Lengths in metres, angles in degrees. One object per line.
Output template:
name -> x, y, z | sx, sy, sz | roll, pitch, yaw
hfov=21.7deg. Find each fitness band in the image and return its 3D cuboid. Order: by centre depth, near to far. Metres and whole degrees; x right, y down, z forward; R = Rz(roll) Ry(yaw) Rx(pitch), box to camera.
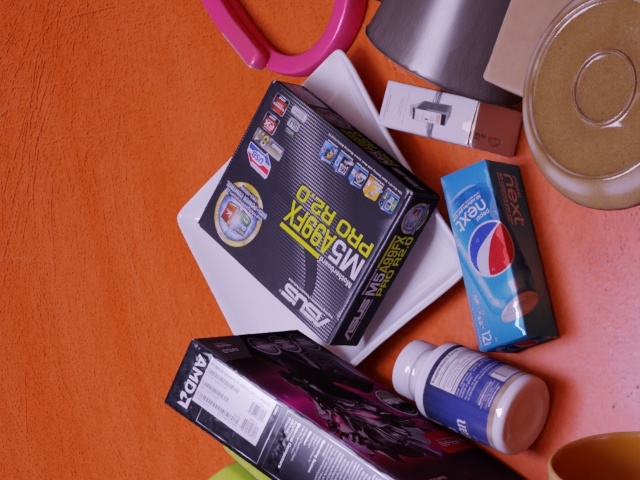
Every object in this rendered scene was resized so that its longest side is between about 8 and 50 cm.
fitness band -> -0.052, -0.342, 2.164 | 0.209, 0.054, 0.291 | -48, 59, 22

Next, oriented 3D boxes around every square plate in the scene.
square plate -> 0.000, 0.000, 2.081 | 0.344, 0.049, 0.347 | -44, 60, 28

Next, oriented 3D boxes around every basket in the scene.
basket -> 0.177, -0.297, 1.865 | 0.204, 0.154, 0.227 | 34, 120, 22

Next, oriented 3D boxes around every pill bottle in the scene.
pill bottle -> 0.167, 0.172, 1.894 | 0.169, 0.094, 0.094 | 21, 99, 40

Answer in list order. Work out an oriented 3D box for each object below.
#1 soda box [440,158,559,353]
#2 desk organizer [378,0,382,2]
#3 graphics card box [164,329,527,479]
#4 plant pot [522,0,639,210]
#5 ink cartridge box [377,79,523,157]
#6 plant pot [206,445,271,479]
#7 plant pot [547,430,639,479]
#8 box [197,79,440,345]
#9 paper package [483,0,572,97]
soda box -> 0.203, 0.019, 1.895 | 0.067, 0.071, 0.210 | -24, 70, 36
desk organizer -> 0.093, -0.358, 2.044 | 0.050, 0.047, 0.130 | 7, 90, 38
graphics card box -> 0.034, 0.230, 1.874 | 0.371, 0.233, 0.094 | 31, 106, 28
plant pot -> 0.285, -0.148, 1.639 | 0.236, 0.032, 0.236 | -11, 74, 44
ink cartridge box -> 0.152, -0.141, 1.937 | 0.135, 0.099, 0.056 | 17, 95, 39
plant pot -> -0.027, 0.354, 1.958 | 0.228, 0.227, 0.207 | 36, 103, 36
plant pot -> 0.332, 0.315, 1.691 | 0.205, 0.205, 0.188 | 11, 108, 40
box -> -0.007, -0.035, 2.019 | 0.270, 0.060, 0.216 | 42, 111, 34
paper package -> 0.370, -0.263, 1.720 | 0.309, 0.168, 0.325 | 28, 106, 39
